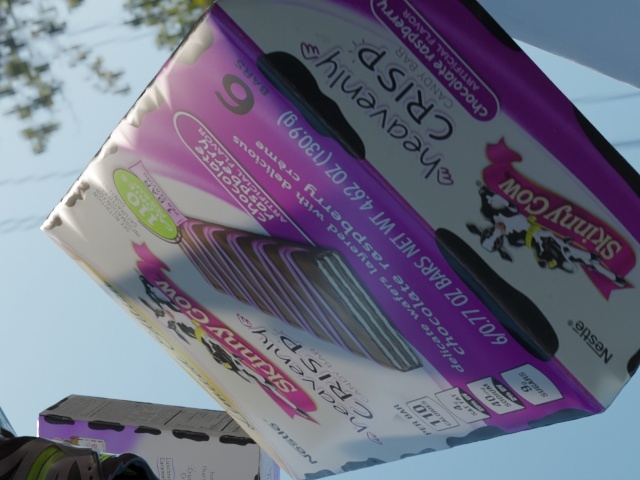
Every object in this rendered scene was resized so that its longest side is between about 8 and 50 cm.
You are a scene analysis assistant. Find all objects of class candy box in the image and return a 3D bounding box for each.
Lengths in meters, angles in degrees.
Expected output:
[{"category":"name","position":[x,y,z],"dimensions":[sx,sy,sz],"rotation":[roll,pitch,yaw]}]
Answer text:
[{"category":"candy box","position":[0.000,0.000,0.476],"dimensions":[0.071,0.159,0.233],"rotation":[-47,-174,-26]},{"category":"candy box","position":[-0.135,0.226,1.135],"dimensions":[0.196,0.164,0.070],"rotation":[5,-170,13]}]

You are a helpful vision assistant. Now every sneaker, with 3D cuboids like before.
[{"category":"sneaker","position":[-0.120,0.123,0.643],"dimensions":[0.188,0.067,0.078],"rotation":[39,-93,26]}]

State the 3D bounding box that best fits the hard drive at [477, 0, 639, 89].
[{"category":"hard drive","position":[0.243,-0.172,0.710],"dimensions":[0.353,0.233,0.047],"rotation":[14,-143,-35]}]
